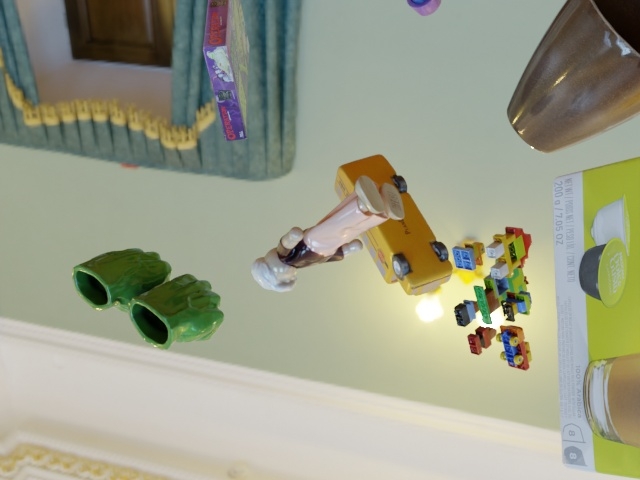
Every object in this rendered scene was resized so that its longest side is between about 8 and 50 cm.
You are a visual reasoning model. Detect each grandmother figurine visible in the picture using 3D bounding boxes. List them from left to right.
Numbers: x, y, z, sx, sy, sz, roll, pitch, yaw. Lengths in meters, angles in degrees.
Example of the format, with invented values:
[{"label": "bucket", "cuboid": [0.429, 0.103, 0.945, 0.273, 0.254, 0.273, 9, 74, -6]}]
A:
[{"label": "grandmother figurine", "cuboid": [0.000, 0.000, 1.481, 0.208, 0.342, 0.104, 22, -133, -42]}]

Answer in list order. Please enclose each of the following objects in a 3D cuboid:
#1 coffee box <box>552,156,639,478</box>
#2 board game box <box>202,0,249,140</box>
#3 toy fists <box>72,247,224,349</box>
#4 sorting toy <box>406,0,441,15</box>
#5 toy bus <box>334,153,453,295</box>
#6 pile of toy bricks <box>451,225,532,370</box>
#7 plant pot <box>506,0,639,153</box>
[{"label": "coffee box", "cuboid": [0.496, 0.080, 0.832, 0.338, 0.337, 0.334, 6, 170, -33]}, {"label": "board game box", "cuboid": [-0.180, -0.381, 1.524, 0.056, 0.208, 0.346, -4, -136, 0]}, {"label": "toy fists", "cuboid": [-0.287, 0.095, 1.322, 0.279, 0.096, 0.142, 24, -148, 32]}, {"label": "sorting toy", "cuboid": [0.297, -0.625, 1.555, 0.127, 0.365, 0.126, 49, -172, 35]}, {"label": "toy bus", "cuboid": [0.147, -0.028, 1.619, 0.108, 0.130, 0.332, -18, -119, -18]}, {"label": "pile of toy bricks", "cuboid": [0.266, 0.072, 1.124, 0.105, 0.212, 0.118, -31, -155, -33]}, {"label": "plant pot", "cuboid": [0.396, -0.241, 1.158, 0.216, 0.230, 0.215, 20, -133, -22]}]
